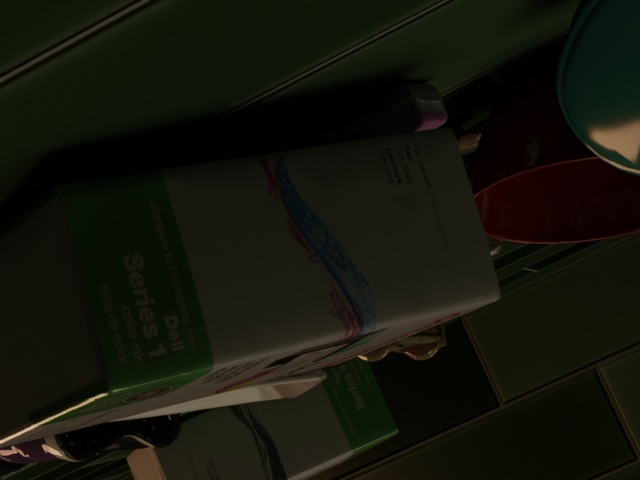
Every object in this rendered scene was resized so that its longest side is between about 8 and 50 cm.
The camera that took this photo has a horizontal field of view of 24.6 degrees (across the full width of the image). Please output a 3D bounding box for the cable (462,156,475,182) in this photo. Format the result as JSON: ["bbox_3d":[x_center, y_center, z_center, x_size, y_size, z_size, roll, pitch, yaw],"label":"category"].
[{"bbox_3d":[0.114,-0.013,1.396,0.139,0.072,0.287,-10,164,-41],"label":"cable"}]

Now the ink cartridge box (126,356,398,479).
[{"bbox_3d":[-0.077,0.253,1.804,0.289,0.122,0.211,-21,171,-19],"label":"ink cartridge box"}]

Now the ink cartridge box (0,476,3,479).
[{"bbox_3d":[-0.451,0.284,1.716,0.171,0.056,0.235,-16,170,-43],"label":"ink cartridge box"}]

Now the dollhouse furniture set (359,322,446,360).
[{"bbox_3d":[0.012,0.078,1.489,0.160,0.101,0.182,-11,171,32],"label":"dollhouse furniture set"}]

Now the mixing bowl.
[{"bbox_3d":[0.190,-0.072,1.074,0.181,0.098,0.181,-4,162,-1],"label":"mixing bowl"}]

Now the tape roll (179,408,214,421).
[{"bbox_3d":[-0.073,0.140,1.798,0.321,0.077,0.321,-23,172,-4],"label":"tape roll"}]

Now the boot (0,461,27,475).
[{"bbox_3d":[-0.339,0.227,1.636,0.121,0.045,0.099,-19,157,0],"label":"boot"}]

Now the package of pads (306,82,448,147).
[{"bbox_3d":[0.038,-0.073,0.958,0.083,0.032,0.050,-29,168,27],"label":"package of pads"}]

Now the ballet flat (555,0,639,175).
[{"bbox_3d":[0.271,-0.165,0.712,0.182,0.164,0.483,-43,175,-17],"label":"ballet flat"}]

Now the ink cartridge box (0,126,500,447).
[{"bbox_3d":[-0.061,0.029,0.894,0.278,0.117,0.201,-11,170,-36],"label":"ink cartridge box"}]

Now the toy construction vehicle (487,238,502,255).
[{"bbox_3d":[0.108,-0.008,1.314,0.098,0.035,0.086,15,158,-17],"label":"toy construction vehicle"}]

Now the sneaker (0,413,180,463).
[{"bbox_3d":[-0.254,0.179,1.551,0.124,0.107,0.283,-12,173,22],"label":"sneaker"}]

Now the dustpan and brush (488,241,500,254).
[{"bbox_3d":[0.051,0.031,1.276,0.211,0.060,0.147,-28,-173,8],"label":"dustpan and brush"}]

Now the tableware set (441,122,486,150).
[{"bbox_3d":[0.089,-0.063,1.196,0.141,0.020,0.168,-31,169,36],"label":"tableware set"}]

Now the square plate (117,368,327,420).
[{"bbox_3d":[-0.184,0.120,1.180,0.347,0.049,0.344,-5,173,-7],"label":"square plate"}]
